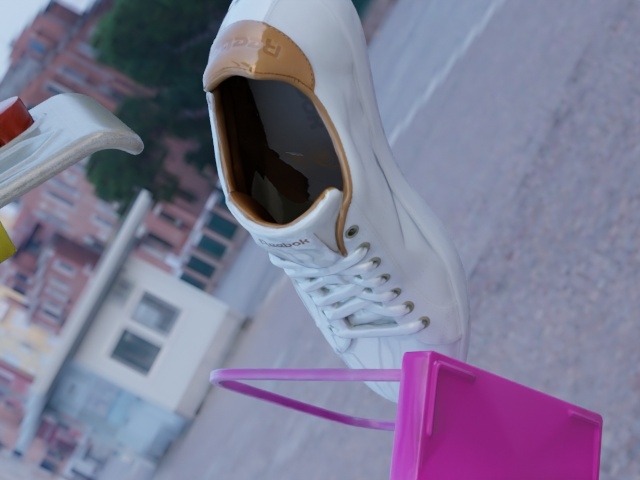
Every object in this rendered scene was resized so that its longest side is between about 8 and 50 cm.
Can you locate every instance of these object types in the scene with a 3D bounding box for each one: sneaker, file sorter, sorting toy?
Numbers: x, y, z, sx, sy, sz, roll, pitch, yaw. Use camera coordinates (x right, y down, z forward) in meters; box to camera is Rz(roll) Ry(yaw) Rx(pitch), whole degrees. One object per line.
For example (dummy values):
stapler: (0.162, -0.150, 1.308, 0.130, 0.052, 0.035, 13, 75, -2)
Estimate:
sneaker: (0.000, 0.000, 0.883, 0.106, 0.290, 0.123, -9, 32, 27)
file sorter: (0.031, 0.228, 0.921, 0.182, 0.202, 0.290, -4, 72, 37)
sorting toy: (-0.212, -0.021, 0.856, 0.229, 0.041, 0.307, -28, 16, -8)
